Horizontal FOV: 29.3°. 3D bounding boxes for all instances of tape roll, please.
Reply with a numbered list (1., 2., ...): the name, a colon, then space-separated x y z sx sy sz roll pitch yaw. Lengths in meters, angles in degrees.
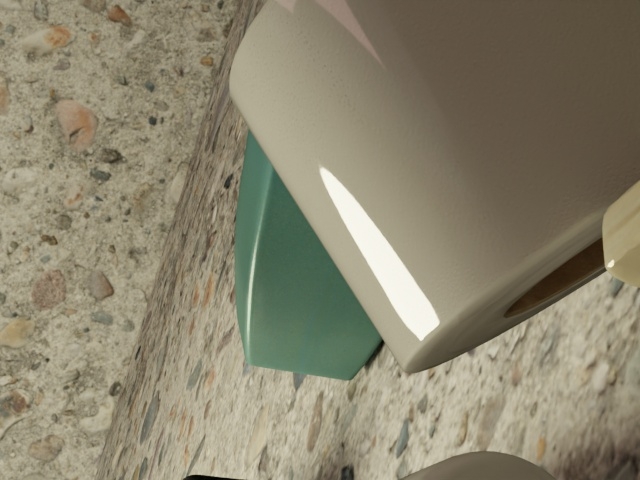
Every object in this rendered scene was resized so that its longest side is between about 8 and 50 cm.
1. tape roll: 0.100 -0.067 0.610 0.169 0.246 0.246 58 147 13

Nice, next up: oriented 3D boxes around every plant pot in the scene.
1. plant pot: 0.000 0.000 1.143 0.165 0.166 0.234 -112 36 -67

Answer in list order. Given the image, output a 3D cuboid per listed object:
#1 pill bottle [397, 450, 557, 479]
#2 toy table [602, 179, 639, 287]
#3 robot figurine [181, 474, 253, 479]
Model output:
1. pill bottle: 0.058 0.214 0.749 0.229 0.131 0.131 135 149 -60
2. toy table: 0.224 -0.035 0.388 0.252 0.161 0.274 -90 24 -47
3. robot figurine: -0.116 0.358 1.141 0.209 0.174 0.278 -40 -28 -74
